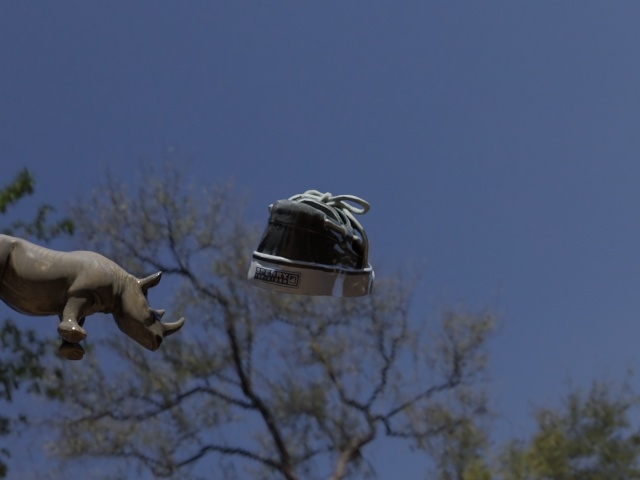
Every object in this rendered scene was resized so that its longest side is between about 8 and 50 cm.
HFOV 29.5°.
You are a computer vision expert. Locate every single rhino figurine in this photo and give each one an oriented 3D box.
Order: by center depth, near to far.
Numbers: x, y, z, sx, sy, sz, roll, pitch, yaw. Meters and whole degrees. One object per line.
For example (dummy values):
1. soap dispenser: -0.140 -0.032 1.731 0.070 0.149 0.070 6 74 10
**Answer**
1. rhino figurine: -0.242 0.055 1.186 0.243 0.106 0.073 13 -33 -27

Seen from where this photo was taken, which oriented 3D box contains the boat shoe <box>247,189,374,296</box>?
1. boat shoe: -0.004 -0.001 1.280 0.306 0.113 0.105 7 -85 -74
